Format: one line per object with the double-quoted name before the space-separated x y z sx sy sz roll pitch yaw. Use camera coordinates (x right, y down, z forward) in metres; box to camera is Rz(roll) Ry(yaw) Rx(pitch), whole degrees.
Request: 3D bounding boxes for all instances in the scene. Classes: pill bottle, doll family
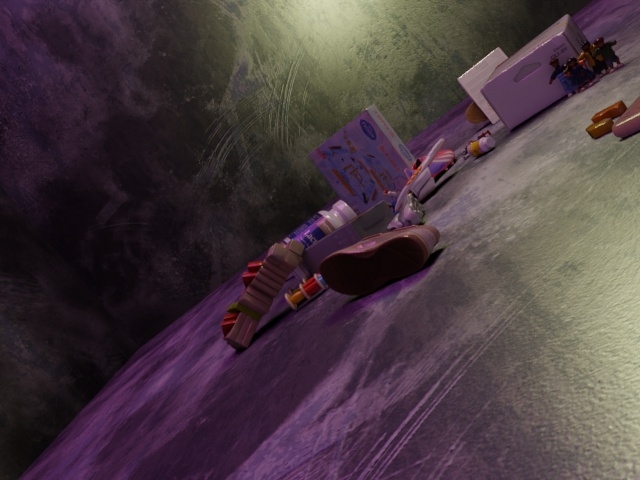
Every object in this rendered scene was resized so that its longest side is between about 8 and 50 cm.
"pill bottle" 0.470 -0.275 1.862 0.043 0.043 0.083 -41 7 -25
"doll family" 0.690 -0.464 1.682 0.193 0.111 0.076 -35 8 30
"pill bottle" 0.000 0.000 2.035 0.265 0.153 0.153 -40 7 -8

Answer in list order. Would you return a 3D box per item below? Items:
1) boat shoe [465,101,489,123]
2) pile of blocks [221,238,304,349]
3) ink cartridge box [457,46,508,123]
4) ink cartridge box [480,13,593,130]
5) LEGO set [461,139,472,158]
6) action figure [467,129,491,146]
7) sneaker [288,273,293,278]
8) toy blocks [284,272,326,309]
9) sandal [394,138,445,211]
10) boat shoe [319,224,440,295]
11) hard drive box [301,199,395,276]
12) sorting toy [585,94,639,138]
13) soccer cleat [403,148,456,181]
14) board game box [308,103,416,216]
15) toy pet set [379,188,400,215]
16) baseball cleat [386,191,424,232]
"boat shoe" 0.654 -0.508 2.301 0.277 0.098 0.096 -34 -13 15
"pile of blocks" -0.190 0.138 1.819 0.362 0.113 0.149 -58 16 -1
"ink cartridge box" 0.619 -0.538 2.244 0.181 0.224 0.056 -37 -18 14
"ink cartridge box" 0.666 -0.516 1.940 0.279 0.160 0.384 -34 8 33
"LEGO set" 0.458 -0.288 2.015 0.054 0.024 0.083 -61 4 28
"action figure" 0.502 -0.316 2.040 0.038 0.030 0.115 -35 0 -21
"sneaker" -0.092 0.068 2.324 0.258 0.091 0.094 -32 9 43
"toy blocks" -0.021 0.121 1.760 0.148 0.054 0.123 -35 5 10
"sandal" 0.314 -0.184 1.883 0.265 0.076 0.102 -54 -7 -9
"boat shoe" 0.123 0.038 1.367 0.302 0.109 0.098 -23 10 45
"hard drive box" 0.082 -0.003 1.813 0.232 0.089 0.181 -32 1 44
"sorting toy" 0.599 -0.267 1.136 0.229 0.041 0.307 -43 9 -38
"soccer cleat" 0.356 -0.246 2.058 0.248 0.095 0.083 -44 9 -38
"board game box" 0.161 -0.257 2.214 0.318 0.318 0.066 -31 10 43
"toy pet set" 0.210 -0.086 1.932 0.114 0.065 0.122 145 138 -87
"baseball cleat" 0.219 -0.066 1.680 0.109 0.072 0.206 -43 1 16
